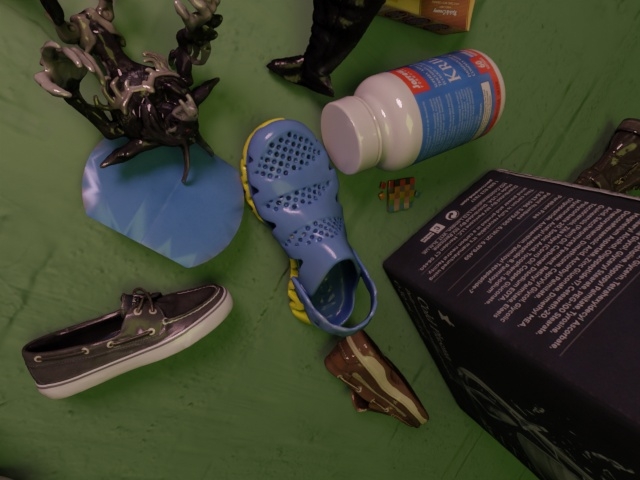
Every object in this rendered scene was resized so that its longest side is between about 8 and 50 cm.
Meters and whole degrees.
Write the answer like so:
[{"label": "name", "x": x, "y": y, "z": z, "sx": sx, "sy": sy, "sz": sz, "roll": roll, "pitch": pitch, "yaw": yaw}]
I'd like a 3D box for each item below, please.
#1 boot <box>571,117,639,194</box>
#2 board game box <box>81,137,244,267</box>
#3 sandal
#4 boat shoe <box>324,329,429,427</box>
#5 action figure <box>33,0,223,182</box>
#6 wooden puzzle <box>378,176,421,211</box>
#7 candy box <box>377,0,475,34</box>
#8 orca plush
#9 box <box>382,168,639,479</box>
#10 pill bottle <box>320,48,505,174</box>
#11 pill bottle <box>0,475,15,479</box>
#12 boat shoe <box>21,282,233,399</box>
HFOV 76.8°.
[{"label": "boot", "x": 0.627, "y": -0.105, "z": 0.871, "sx": 0.263, "sy": 0.091, "sz": 0.229, "roll": 36, "pitch": 94, "yaw": -30}, {"label": "board game box", "x": -0.171, "y": -0.052, "z": 0.456, "sx": 0.169, "sy": 0.033, "sz": 0.133, "roll": 33, "pitch": 67, "yaw": -25}, {"label": "sandal", "x": 0.000, "y": 0.000, "z": 0.516, "sx": 0.126, "sy": 0.138, "sz": 0.317, "roll": -29, "pitch": 118, "yaw": -15}, {"label": "boat shoe", "x": 0.094, "y": 0.254, "z": 0.698, "sx": 0.095, "sy": 0.095, "sz": 0.257, "roll": -37, "pitch": 116, "yaw": 3}, {"label": "action figure", "x": -0.177, "y": -0.173, "z": 0.352, "sx": 0.164, "sy": 0.141, "sz": 0.275, "roll": -48, "pitch": 122, "yaw": -20}, {"label": "wooden puzzle", "x": 0.127, "y": -0.073, "z": 0.637, "sx": 0.083, "sy": 0.006, "sz": 0.049, "roll": -13, "pitch": 113, "yaw": -25}, {"label": "candy box", "x": 0.118, "y": -0.338, "z": 0.508, "sx": 0.187, "sy": 0.053, "sz": 0.109, "roll": 0, "pitch": 108, "yaw": -28}, {"label": "orca plush", "x": 0.017, "y": -0.300, "z": 0.405, "sx": 0.287, "sy": 0.151, "sz": 0.102, "roll": -50, "pitch": 167, "yaw": 27}, {"label": "box", "x": 0.414, "y": 0.193, "z": 0.617, "sx": 0.297, "sy": 0.472, "sz": 0.479, "roll": -39, "pitch": 121, "yaw": -12}, {"label": "pill bottle", "x": 0.118, "y": -0.163, "z": 0.528, "sx": 0.222, "sy": 0.124, "sz": 0.124, "roll": -25, "pitch": 118, "yaw": -21}, {"label": "pill bottle", "x": -0.405, "y": 0.409, "z": 0.427, "sx": 0.153, "sy": 0.153, "sz": 0.264, "roll": 8, "pitch": 104, "yaw": -31}, {"label": "boat shoe", "x": -0.218, "y": 0.095, "z": 0.468, "sx": 0.229, "sy": 0.080, "sz": 0.076, "roll": -22, "pitch": 119, "yaw": -13}]
